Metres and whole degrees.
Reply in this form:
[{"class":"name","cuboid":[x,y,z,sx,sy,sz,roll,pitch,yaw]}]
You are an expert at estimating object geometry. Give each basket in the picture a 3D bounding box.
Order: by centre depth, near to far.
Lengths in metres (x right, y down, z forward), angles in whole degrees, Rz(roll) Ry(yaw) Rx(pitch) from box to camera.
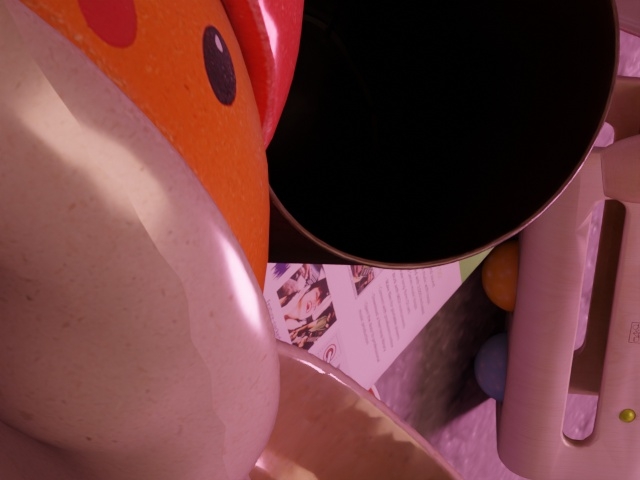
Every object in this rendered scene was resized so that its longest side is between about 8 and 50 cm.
[{"class":"basket","cuboid":[0.000,-0.063,0.897,0.204,0.227,0.154,-39,103,-25]}]

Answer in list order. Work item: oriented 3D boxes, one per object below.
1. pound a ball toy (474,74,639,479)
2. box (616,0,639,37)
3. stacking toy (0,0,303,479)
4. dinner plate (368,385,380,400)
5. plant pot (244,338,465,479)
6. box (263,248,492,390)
[{"class":"pound a ball toy","cuboid":[0.182,0.028,1.303,0.208,0.136,0.319,-83,176,-59]},{"class":"box","cuboid":[0.309,-0.191,1.362,0.232,0.149,0.127,2,109,-55]},{"class":"stacking toy","cuboid":[-0.116,-0.153,0.706,0.350,0.351,0.480,70,34,-48]},{"class":"dinner plate","cuboid":[-0.004,0.151,1.249,0.141,0.017,0.141,-30,128,-48]},{"class":"plant pot","cuboid":[-0.045,0.273,0.989,0.305,0.334,0.334,-43,150,13]},{"class":"box","cuboid":[0.000,0.000,1.129,0.322,0.058,0.232,-45,143,-27]}]
